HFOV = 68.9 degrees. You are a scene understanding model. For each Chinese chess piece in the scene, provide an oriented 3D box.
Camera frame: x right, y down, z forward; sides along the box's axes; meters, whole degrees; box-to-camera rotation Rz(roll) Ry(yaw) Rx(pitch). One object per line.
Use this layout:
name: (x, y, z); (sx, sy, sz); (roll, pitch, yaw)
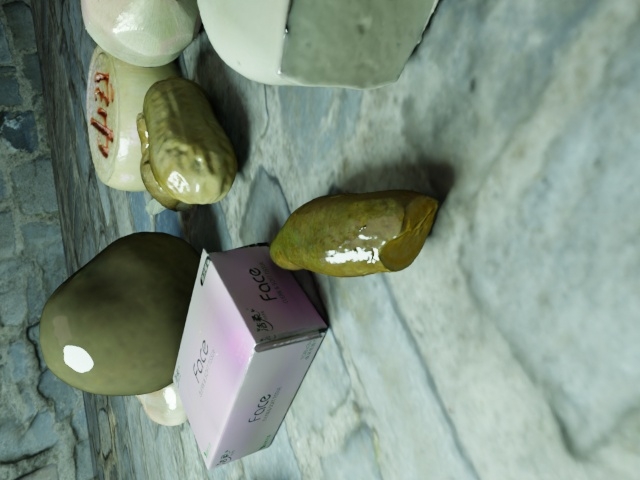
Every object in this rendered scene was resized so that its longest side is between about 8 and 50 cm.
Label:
Chinese chess piece: (-0.339, -0.224, 0.846); (0.270, 0.112, 0.269); (9, 101, 53)

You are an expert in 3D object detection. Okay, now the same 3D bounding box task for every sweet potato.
sweet potato: (0.000, 0.000, 0.425); (0.244, 0.077, 0.077); (-9, 87, 54)

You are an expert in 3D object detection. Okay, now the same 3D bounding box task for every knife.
knife: (-0.274, -0.081, 0.851); (0.298, 0.017, 0.047); (-12, 79, 54)

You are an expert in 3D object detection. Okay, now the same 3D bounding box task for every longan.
longan: (-0.274, 0.112, 0.684); (0.215, 0.246, 0.245); (-10, 86, 34)

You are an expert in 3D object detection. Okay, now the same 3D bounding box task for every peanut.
peanut: (-0.183, -0.142, 0.640); (0.110, 0.120, 0.236); (-36, 53, 13)

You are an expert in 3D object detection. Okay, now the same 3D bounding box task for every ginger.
ginger: (-0.243, -0.120, 0.702); (0.096, 0.067, 0.165); (-132, 23, -79)

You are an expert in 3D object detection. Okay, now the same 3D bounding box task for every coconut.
coconut: (-0.248, -0.342, 0.659); (0.183, 0.171, 0.170); (-3, 92, 58)

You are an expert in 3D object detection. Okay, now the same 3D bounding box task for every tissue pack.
tissue pack: (-0.098, 0.143, 0.567); (0.148, 0.093, 0.246); (51, 132, 37)

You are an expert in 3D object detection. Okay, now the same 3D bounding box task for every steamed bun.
steamed bun: (0.002, -0.238, 0.326); (0.164, 0.147, 0.241); (46, 132, 38)

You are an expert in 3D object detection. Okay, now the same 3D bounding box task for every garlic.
garlic: (-0.268, 0.230, 0.823); (0.124, 0.099, 0.174); (-3, 91, 40)
